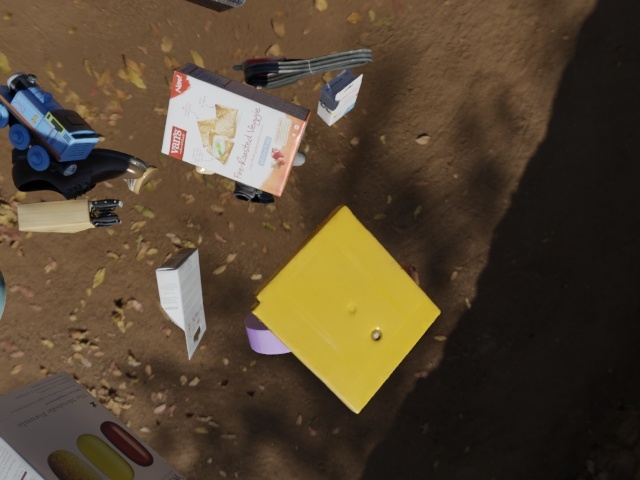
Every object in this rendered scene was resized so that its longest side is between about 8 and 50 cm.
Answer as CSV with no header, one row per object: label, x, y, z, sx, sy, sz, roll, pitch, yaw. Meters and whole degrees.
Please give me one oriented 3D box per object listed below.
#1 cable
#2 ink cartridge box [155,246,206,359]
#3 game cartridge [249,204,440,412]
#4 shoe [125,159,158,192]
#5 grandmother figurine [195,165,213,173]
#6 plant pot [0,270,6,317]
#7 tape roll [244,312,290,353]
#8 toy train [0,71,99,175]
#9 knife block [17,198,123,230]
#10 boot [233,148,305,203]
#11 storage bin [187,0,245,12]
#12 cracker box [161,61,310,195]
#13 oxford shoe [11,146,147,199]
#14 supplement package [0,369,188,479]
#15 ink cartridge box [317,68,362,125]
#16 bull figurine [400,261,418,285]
cable,-0.045,-0.367,0.926,0.286,0.139,0.072,-9,95,23
ink cartridge box,-0.344,0.152,1.143,0.066,0.189,0.233,1,104,-1
game cartridge,0.055,0.138,0.933,0.285,0.052,0.324,-46,101,-14
shoe,-0.464,-0.162,1.152,0.058,0.219,0.077,42,70,-18
grandmother figurine,-0.331,-0.328,1.437,0.104,0.342,0.208,-37,99,-31
plant pot,-1.038,0.160,1.201,0.292,0.196,0.294,-3,74,12
tape roll,-0.118,0.282,1.563,0.274,0.275,0.090,-13,104,-5
toy train,-0.468,-0.197,0.764,0.105,0.080,0.184,-43,90,18
knife block,-0.827,-0.092,1.544,0.241,0.275,0.088,-13,82,27
boot,-0.196,-0.246,1.743,0.337,0.118,0.223,-3,84,-37
storage bin,-0.199,-0.518,0.865,0.084,0.180,0.122,5,106,-32
cracker box,-0.152,-0.194,0.812,0.232,0.067,0.156,20,124,-4
oxford shoe,-0.442,-0.117,0.847,0.227,0.083,0.096,-4,74,-14
supplement package,-0.320,0.309,0.577,0.244,0.139,0.134,34,103,12
ink cartridge box,0.053,-0.421,1.312,0.104,0.181,0.062,-41,84,-12
bull figurine,0.262,0.220,1.464,0.101,0.311,0.189,15,141,4
